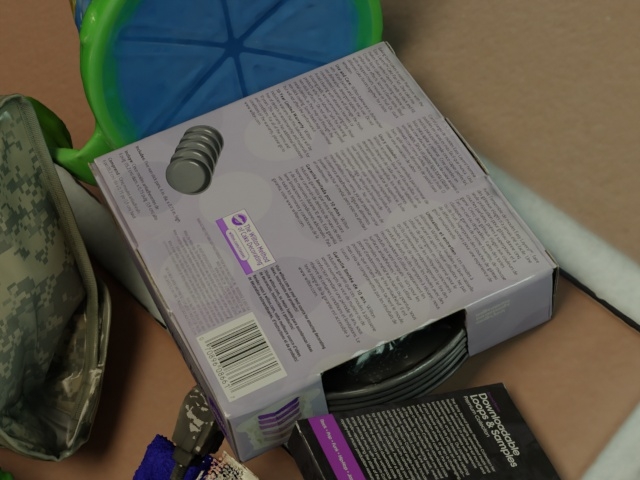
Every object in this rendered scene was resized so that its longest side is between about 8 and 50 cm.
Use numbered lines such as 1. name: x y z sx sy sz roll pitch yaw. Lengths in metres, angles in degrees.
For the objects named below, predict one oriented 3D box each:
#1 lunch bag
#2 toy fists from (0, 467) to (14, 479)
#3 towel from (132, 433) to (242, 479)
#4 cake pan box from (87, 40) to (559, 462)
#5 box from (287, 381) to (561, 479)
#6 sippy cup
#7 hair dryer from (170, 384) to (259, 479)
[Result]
1. lunch bag: -0.301 0.036 1.226 0.235 0.287 0.169 4 30 44
2. toy fists: -0.273 0.255 1.175 0.279 0.096 0.142 46 119 52
3. towel: -0.107 0.311 1.075 0.228 0.076 0.308 19 82 38
4. cake pan box: 0.000 0.000 1.070 0.246 0.070 0.267 -26 53 -11
5. box: 0.074 0.154 0.975 0.116 0.162 0.029 61 147 35
6. sippy cup: -0.100 -0.195 1.206 0.305 0.240 0.224 -17 40 -15
7. hair dryer: -0.110 0.248 1.007 0.293 0.080 0.223 -53 46 3
